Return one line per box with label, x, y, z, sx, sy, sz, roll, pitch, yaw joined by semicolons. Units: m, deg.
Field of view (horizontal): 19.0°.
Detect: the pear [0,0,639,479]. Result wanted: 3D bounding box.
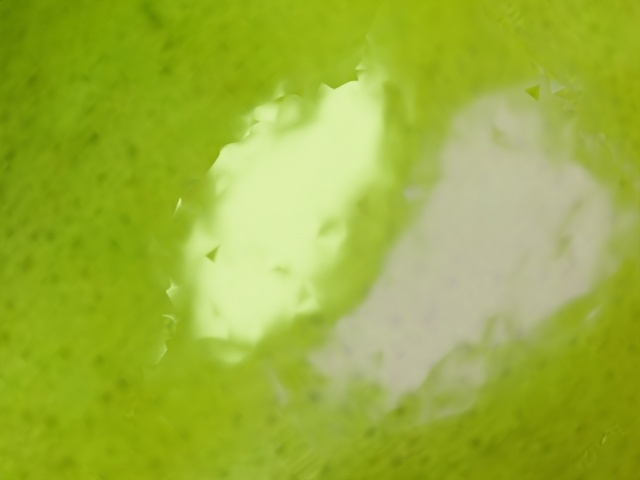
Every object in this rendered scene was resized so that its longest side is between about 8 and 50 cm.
pear;0.000;0.000;0.515;0.307;0.253;0.253;-46;127;-16
